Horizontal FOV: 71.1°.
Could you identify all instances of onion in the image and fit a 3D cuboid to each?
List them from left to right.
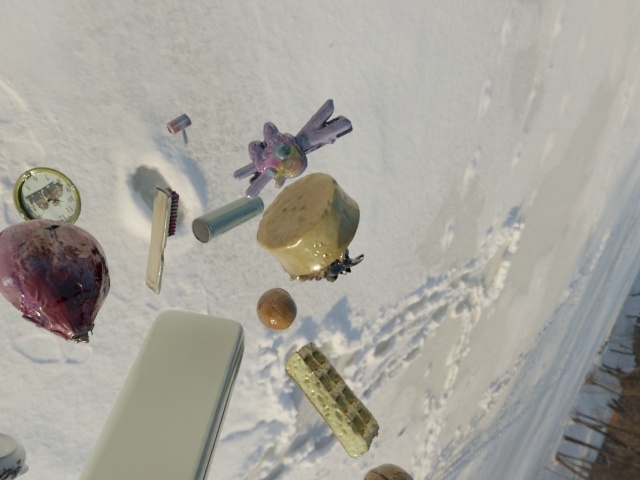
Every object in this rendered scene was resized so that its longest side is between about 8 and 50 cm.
[{"bbox_3d":[-0.519,0.073,0.916,0.120,0.283,0.227,-37,168,28],"label":"onion"}]

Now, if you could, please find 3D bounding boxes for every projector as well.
[{"bbox_3d":[-0.373,-0.097,1.842,0.338,0.108,0.108,-35,136,-50],"label":"projector"}]

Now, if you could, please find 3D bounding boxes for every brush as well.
[{"bbox_3d":[-0.412,0.004,1.164,0.050,0.060,0.320,-29,145,-51],"label":"brush"}]

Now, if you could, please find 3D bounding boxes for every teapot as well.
[{"bbox_3d":[-1.021,0.672,1.326,0.300,0.208,0.165,-2,122,-55],"label":"teapot"}]

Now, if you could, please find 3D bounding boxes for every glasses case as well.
[{"bbox_3d":[-0.196,0.239,0.568,0.070,0.131,0.312,96,4,-48],"label":"glasses case"}]

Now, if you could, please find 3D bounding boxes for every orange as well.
[{"bbox_3d":[-0.079,0.126,0.823,0.085,0.085,0.084,-29,131,-40],"label":"orange"}]

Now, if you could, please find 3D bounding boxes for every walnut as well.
[{"bbox_3d":[0.186,0.697,1.202,0.167,0.168,0.207,-38,120,-33],"label":"walnut"}]

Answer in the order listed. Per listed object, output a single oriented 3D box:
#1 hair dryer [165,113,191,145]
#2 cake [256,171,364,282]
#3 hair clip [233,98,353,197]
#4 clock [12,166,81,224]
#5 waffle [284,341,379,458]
[{"bbox_3d":[-0.401,-0.307,1.288,0.063,0.037,0.114,-40,163,-23],"label":"hair dryer"},{"bbox_3d":[0.005,-0.007,1.443,0.321,0.333,0.332,46,72,-35],"label":"cake"},{"bbox_3d":[-0.055,-0.199,0.917,0.279,0.137,0.090,-33,173,-9],"label":"hair clip"},{"bbox_3d":[-0.949,-0.144,1.571,0.057,0.237,0.236,-95,-162,-74],"label":"clock"},{"bbox_3d":[0.030,0.371,1.066,0.057,0.274,0.168,-42,168,8],"label":"waffle"}]
